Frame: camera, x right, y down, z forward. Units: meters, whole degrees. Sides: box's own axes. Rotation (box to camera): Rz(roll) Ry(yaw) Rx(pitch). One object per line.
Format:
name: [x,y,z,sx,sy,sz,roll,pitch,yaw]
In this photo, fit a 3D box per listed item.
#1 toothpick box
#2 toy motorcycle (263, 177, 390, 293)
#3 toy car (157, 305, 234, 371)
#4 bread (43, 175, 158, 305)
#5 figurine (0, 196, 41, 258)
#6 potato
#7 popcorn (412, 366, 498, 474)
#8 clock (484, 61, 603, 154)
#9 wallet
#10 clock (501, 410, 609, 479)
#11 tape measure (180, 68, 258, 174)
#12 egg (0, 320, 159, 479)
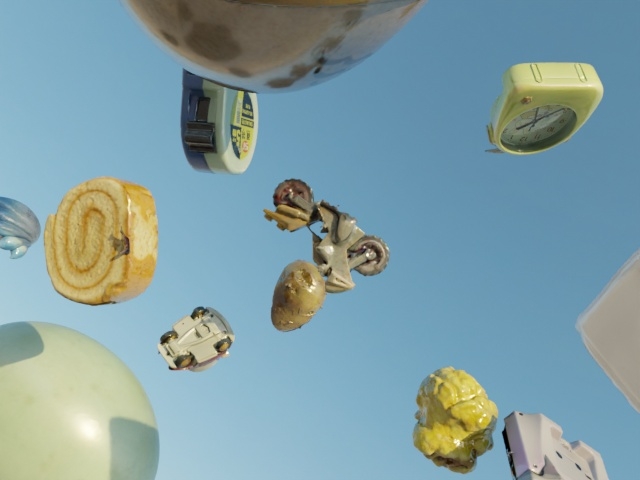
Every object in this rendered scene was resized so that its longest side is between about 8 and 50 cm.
toothpick box: [-0.025,-0.405,0.582,0.409,0.409,0.425,48,-42,-11]
toy motorcycle: [0.000,0.000,0.906,0.229,0.129,0.094,37,-2,3]
toy car: [-0.247,0.214,1.076,0.112,0.139,0.112,45,-33,28]
bread: [-0.257,0.001,0.629,0.122,0.073,0.149,-3,-94,15]
figurine: [-0.511,-0.029,0.885,0.079,0.114,0.114,-25,-67,11]
potato: [-0.056,0.127,1.181,0.101,0.171,0.089,18,-2,34]
popcorn: [0.279,0.393,1.183,0.200,0.203,0.226,48,-23,13]
clock: [0.384,-0.220,0.991,0.170,0.069,0.232,-2,-28,-7]
wallet: [0.260,0.075,0.398,0.124,0.032,0.182,57,-12,29]
clock: [0.462,0.447,1.019,0.253,0.186,0.083,34,-67,-6]
tape measure: [-0.171,-0.241,1.072,0.098,0.351,0.215,7,-81,12]
egg: [-0.438,0.300,0.897,0.389,0.276,0.276,43,-39,7]
